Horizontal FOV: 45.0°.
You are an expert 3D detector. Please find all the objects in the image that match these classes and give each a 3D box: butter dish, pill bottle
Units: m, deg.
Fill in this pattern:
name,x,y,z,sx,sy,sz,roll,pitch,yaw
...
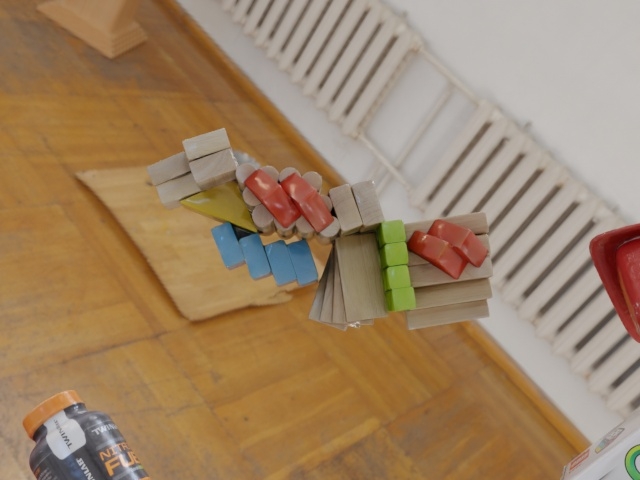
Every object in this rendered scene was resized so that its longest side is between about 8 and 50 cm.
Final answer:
name,x,y,z,sx,sy,sz,roll,pitch,yaw
butter dish,0.302,0.060,0.585,0.160,0.160,0.118,52,37,-35
pill bottle,-0.328,0.337,1.107,0.246,0.130,0.130,52,32,14

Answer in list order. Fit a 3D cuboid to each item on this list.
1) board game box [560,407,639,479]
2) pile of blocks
name,x,y,z,sx,sy,sz,roll,pitch,yaw
board game box,0.328,0.131,0.467,0.193,0.305,0.053,48,20,12
pile of blocks,0.000,0.000,0.728,0.362,0.149,0.112,16,-7,0
